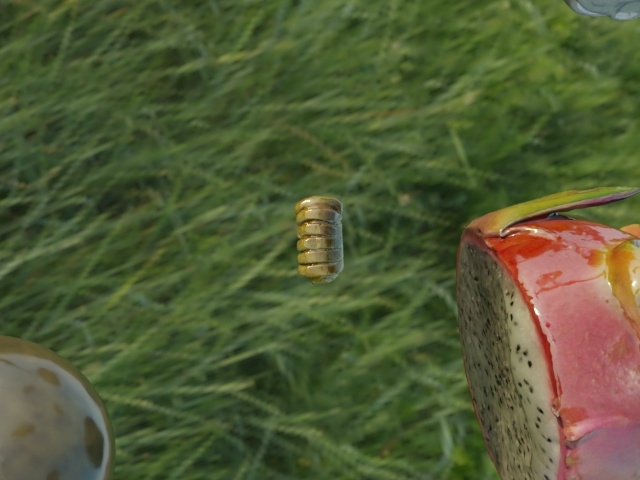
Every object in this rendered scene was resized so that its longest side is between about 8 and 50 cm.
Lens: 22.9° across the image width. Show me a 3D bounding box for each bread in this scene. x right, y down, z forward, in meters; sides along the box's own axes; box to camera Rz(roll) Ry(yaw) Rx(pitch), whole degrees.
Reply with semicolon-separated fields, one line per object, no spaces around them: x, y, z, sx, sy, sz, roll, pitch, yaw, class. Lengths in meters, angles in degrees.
0.000;0.000;1.529;0.049;0.034;0.088;2;86;-24;bread

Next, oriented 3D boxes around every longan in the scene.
-0.252;0.165;1.161;0.185;0.159;0.204;41;68;4;longan

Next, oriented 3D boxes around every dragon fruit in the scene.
0.235;0.103;1.313;0.290;0.189;0.290;169;-90;-83;dragon fruit

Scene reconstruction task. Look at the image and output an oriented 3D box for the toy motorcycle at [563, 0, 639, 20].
0.100;-0.165;0.767;0.254;0.112;0.112;21;54;-59;toy motorcycle
